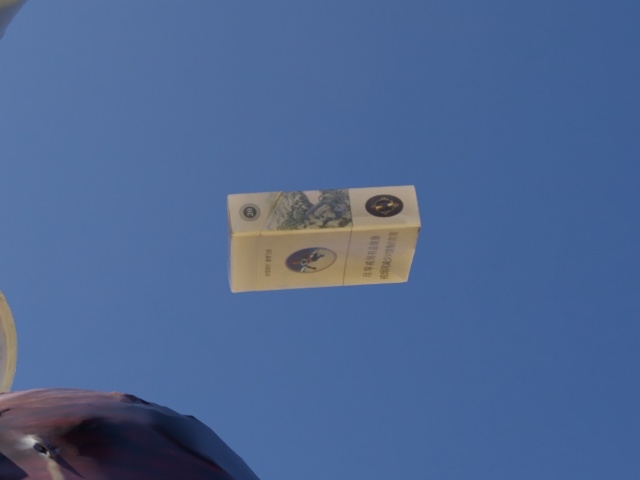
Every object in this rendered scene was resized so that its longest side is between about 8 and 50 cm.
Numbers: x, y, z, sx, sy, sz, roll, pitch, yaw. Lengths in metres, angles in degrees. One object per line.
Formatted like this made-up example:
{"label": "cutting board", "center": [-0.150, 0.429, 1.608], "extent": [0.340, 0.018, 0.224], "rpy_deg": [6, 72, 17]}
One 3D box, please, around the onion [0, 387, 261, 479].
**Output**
{"label": "onion", "center": [-0.095, 0.160, 0.451], "extent": [0.221, 0.281, 0.281], "rpy_deg": [-31, -61, -9]}

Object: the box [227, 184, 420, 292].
{"label": "box", "center": [0.000, 0.000, 0.611], "extent": [0.083, 0.024, 0.054], "rpy_deg": [-3, -28, -6]}

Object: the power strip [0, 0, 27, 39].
{"label": "power strip", "center": [-0.388, -0.260, 1.102], "extent": [0.357, 0.357, 0.161], "rpy_deg": [37, -56, -18]}

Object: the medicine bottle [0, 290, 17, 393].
{"label": "medicine bottle", "center": [-0.344, 0.079, 0.978], "extent": [0.226, 0.139, 0.139], "rpy_deg": [0, -56, 26]}
